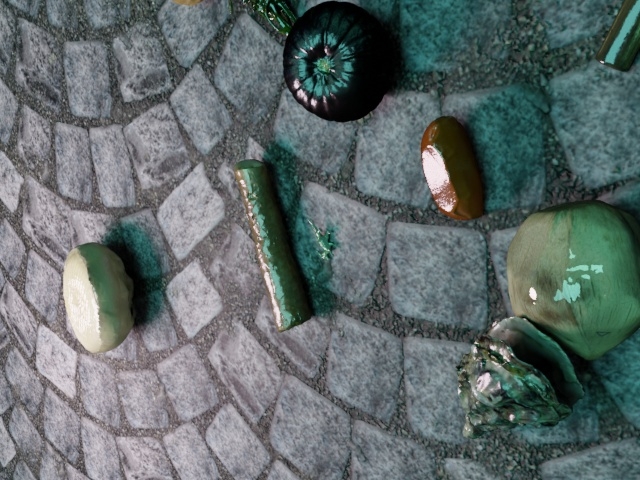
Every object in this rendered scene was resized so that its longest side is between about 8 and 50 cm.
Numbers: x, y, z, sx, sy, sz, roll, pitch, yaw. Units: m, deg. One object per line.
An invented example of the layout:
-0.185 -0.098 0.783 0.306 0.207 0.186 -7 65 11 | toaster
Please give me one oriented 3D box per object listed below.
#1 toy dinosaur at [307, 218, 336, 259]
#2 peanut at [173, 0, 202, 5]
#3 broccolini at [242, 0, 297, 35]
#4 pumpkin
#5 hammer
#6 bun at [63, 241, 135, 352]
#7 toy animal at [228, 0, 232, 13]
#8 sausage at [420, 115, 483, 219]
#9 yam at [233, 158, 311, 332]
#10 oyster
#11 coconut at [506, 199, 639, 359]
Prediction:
0.000 0.000 1.363 0.083 0.021 0.062 41 137 22 | toy dinosaur
-0.292 -0.578 1.387 0.110 0.120 0.236 -22 80 11 | peanut
-0.071 -0.409 1.282 0.201 0.058 0.074 54 135 16 | broccolini
0.030 -0.301 1.179 0.202 0.140 0.202 8 111 22 | pumpkin
0.465 -0.420 0.852 0.168 0.044 0.440 34 121 27 | hammer
-0.557 0.143 1.777 0.287 0.146 0.287 15 109 51 | bun
-0.190 -0.549 1.340 0.086 0.069 0.220 -9 91 62 | toy animal
0.211 -0.111 1.118 0.089 0.089 0.179 -9 106 40 | sausage
-0.099 0.007 1.408 0.081 0.081 0.356 -12 96 41 | yam
0.287 0.231 1.073 0.351 0.158 0.162 102 145 -58 | oyster
0.366 0.057 0.965 0.224 0.224 0.224 12 109 37 | coconut
